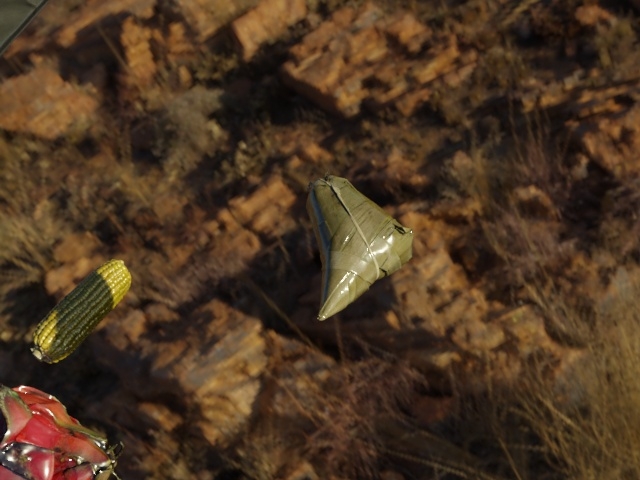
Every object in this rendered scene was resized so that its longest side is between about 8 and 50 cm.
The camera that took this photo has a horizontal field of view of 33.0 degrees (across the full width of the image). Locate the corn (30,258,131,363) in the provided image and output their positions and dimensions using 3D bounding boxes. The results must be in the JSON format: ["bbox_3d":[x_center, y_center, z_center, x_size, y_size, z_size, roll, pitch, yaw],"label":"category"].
[{"bbox_3d":[-0.420,0.124,1.896,0.080,0.080,0.238,9,45,37],"label":"corn"}]

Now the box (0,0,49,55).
[{"bbox_3d":[-0.522,-0.448,1.469,0.251,0.345,0.204,-43,52,11],"label":"box"}]

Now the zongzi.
[{"bbox_3d":[0.000,0.000,1.384,0.189,0.081,0.178,39,59,23],"label":"zongzi"}]

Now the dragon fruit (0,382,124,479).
[{"bbox_3d":[-0.355,0.284,1.270,0.293,0.234,0.234,4,52,22],"label":"dragon fruit"}]
